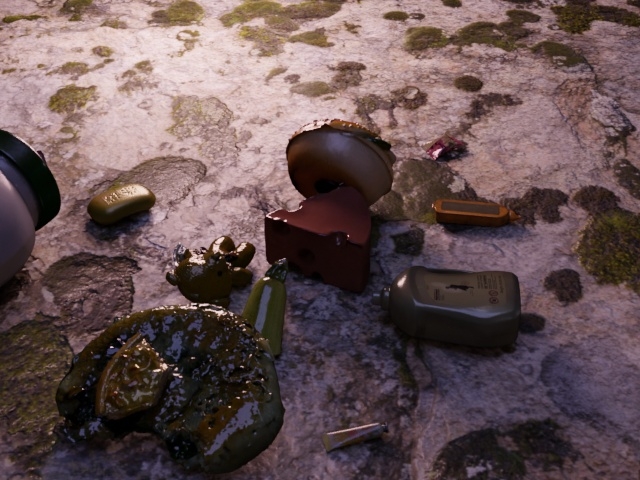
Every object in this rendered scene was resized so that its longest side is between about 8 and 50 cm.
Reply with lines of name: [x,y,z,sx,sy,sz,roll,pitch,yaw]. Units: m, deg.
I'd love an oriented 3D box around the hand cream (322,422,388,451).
hand cream: [0.055,0.301,1.535,0.102,0.022,0.035,-12,42,-8]

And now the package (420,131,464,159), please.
package: [0.272,-0.214,2.228,0.083,0.029,0.059,-30,52,-19]

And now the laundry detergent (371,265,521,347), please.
laundry detergent: [0.217,0.107,1.738,0.254,0.091,0.181,4,35,6]

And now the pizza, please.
pizza: [-0.284,0.206,1.510,0.099,0.035,0.160,7,49,17]

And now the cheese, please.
cheese: [0.026,0.005,1.846,0.203,0.128,0.177,-20,40,-27]

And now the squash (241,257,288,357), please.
squash: [-0.094,0.123,1.735,0.090,0.075,0.200,-2,55,30]

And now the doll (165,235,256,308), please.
doll: [-0.190,0.041,1.826,0.137,0.097,0.209,25,35,4]

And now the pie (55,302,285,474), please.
pie: [-0.222,0.223,1.559,0.372,0.078,0.296,10,49,18]

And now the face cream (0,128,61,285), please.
face cream: [-0.669,-0.026,1.804,0.313,0.219,0.357,26,48,20]

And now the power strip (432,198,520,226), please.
power strip: [0.314,-0.054,2.009,0.178,0.028,0.049,5,36,7]

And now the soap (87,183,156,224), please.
soap: [-0.406,-0.077,2.029,0.140,0.045,0.089,-24,39,-30]

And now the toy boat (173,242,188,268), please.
toy boat: [-0.262,0.031,1.889,0.038,0.038,0.083,-10,38,-13]

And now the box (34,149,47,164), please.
box: [-0.738,-0.148,2.054,0.346,0.134,0.097,9,34,13]

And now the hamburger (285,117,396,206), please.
hamburger: [0.037,-0.152,1.998,0.237,0.236,0.147,13,61,17]
